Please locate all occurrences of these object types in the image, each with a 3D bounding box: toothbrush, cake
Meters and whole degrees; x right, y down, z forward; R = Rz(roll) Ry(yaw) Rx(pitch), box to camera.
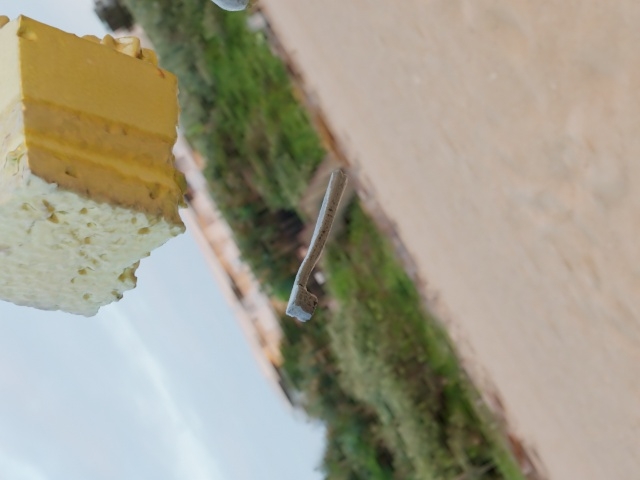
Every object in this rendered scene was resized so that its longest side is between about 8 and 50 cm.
[{"bbox_3d":[0.000,0.000,1.763,0.031,0.030,0.297,31,-145,-11],"label":"toothbrush"},{"bbox_3d":[-0.283,-0.101,1.509,0.227,0.222,0.286,17,-130,-41],"label":"cake"}]

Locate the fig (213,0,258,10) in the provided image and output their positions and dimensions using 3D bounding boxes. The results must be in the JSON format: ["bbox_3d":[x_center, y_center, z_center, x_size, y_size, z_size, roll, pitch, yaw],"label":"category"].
[{"bbox_3d":[-0.110,-0.312,1.739,0.084,0.082,0.098,21,152,-16],"label":"fig"}]
